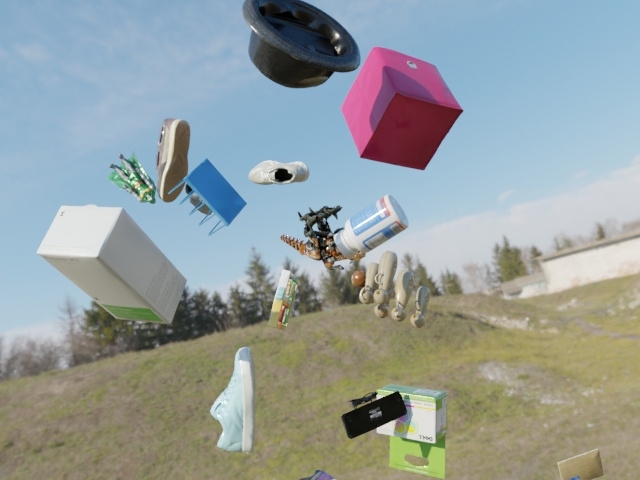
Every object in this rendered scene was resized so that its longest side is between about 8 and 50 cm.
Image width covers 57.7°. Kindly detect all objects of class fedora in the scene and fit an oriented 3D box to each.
[{"bbox_3d":[-0.067,-0.504,1.533,0.334,0.334,0.152,-7,-33,-38],"label":"fedora"}]

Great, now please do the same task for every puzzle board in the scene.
[{"bbox_3d":[0.766,0.672,1.713,0.128,0.096,0.011,-18,18,-2],"label":"puzzle board"}]

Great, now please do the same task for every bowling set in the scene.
[{"bbox_3d":[0.177,0.162,1.676,0.200,0.154,0.287,-8,-36,39],"label":"bowling set"}]

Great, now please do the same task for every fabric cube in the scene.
[{"bbox_3d":[0.251,-0.419,1.864,0.254,0.258,0.259,9,-47,-25],"label":"fabric cube"}]

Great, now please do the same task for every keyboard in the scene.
[{"bbox_3d":[0.144,0.473,1.629,0.192,0.100,0.038,-16,-2,-22],"label":"keyboard"}]

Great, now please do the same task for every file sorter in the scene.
[{"bbox_3d":[-0.315,-0.115,1.614,0.104,0.170,0.118,-30,18,36],"label":"file sorter"}]

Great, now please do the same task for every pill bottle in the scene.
[{"bbox_3d":[0.155,-0.038,1.827,0.221,0.124,0.124,-32,-15,20],"label":"pill bottle"}]

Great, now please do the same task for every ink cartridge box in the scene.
[{"bbox_3d":[0.268,0.568,1.708,0.189,0.255,0.097,-1,-2,31],"label":"ink cartridge box"}]

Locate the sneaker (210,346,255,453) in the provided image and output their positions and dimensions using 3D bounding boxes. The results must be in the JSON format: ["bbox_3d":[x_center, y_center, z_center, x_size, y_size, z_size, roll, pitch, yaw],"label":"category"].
[{"bbox_3d":[-0.291,0.534,1.926,0.150,0.365,0.135,1,5,-5],"label":"sneaker"}]

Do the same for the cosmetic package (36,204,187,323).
[{"bbox_3d":[-0.537,0.071,1.548,0.197,0.155,0.365,2,-32,21],"label":"cosmetic package"}]

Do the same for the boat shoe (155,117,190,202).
[{"bbox_3d":[-0.509,-0.273,1.965,0.092,0.285,0.103,22,19,29],"label":"boat shoe"}]

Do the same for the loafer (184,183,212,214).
[{"bbox_3d":[-0.456,-0.204,2.210,0.111,0.319,0.112,31,-77,-27],"label":"loafer"}]

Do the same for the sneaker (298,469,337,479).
[{"bbox_3d":[-0.066,0.966,2.179,0.283,0.107,0.124,-19,30,-39],"label":"sneaker"}]

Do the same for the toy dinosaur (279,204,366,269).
[{"bbox_3d":[0.000,0.000,2.040,0.322,0.218,0.164,-2,16,9],"label":"toy dinosaur"}]

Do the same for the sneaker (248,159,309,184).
[{"bbox_3d":[-0.182,-0.260,2.254,0.263,0.099,0.121,-2,13,29],"label":"sneaker"}]

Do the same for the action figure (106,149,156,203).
[{"bbox_3d":[-0.629,-0.200,1.982,0.137,0.232,0.063,-48,-23,1],"label":"action figure"}]

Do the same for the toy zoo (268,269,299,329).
[{"bbox_3d":[-0.126,0.208,1.997,0.030,0.192,0.293,13,-9,7],"label":"toy zoo"}]
